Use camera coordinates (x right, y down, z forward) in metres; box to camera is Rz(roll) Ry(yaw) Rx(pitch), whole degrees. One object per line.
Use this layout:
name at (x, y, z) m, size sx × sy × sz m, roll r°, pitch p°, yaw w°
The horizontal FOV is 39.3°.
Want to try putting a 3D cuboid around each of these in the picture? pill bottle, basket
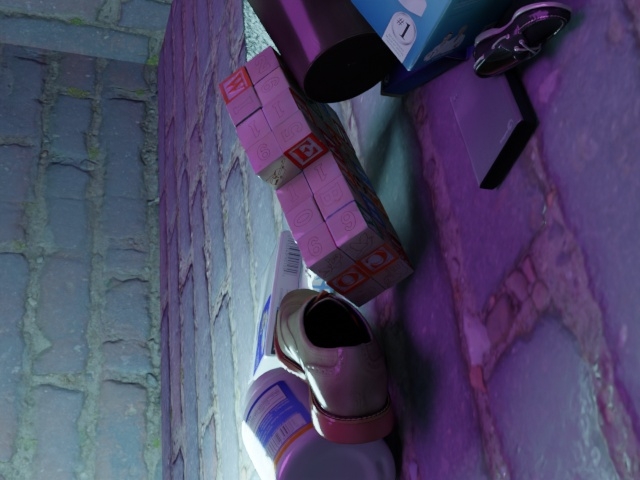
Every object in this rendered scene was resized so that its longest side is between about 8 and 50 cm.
pill bottle at (-0.017, 0.260, 1.166) m, size 0.272 × 0.152 × 0.152 m, roll -147°, pitch 64°, yaw -71°
basket at (-0.007, -0.297, 1.116) m, size 0.204 × 0.154 × 0.227 m, roll 108°, pitch 142°, yaw -60°

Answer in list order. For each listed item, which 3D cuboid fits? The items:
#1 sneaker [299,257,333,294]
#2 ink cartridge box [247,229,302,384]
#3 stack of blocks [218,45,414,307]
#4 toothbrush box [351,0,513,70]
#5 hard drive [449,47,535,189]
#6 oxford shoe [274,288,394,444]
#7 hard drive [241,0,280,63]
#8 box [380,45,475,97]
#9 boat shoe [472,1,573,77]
sneaker at (0.000, 0.000, 1.298) m, size 0.085 × 0.086 × 0.237 m, roll -107°, pitch 27°, yaw -46°
ink cartridge box at (-0.073, 0.116, 1.450) m, size 0.208 × 0.045 × 0.206 m, roll 121°, pitch 157°, yaw -66°
stack of blocks at (-0.008, -0.082, 1.109) m, size 0.087 × 0.171 × 0.297 m, roll -34°, pitch 52°, yaw 14°
toothbrush box at (0.115, -0.343, 0.828) m, size 0.216 × 0.126 × 0.295 m, roll 53°, pitch 149°, yaw 16°
hard drive at (0.172, -0.131, 0.908) m, size 0.094 × 0.022 × 0.135 m, roll 115°, pitch 153°, yaw -45°
oxford shoe at (0.015, 0.113, 1.115) m, size 0.348 × 0.123 × 0.130 m, roll -133°, pitch 37°, yaw -66°
hard drive at (-0.052, -0.419, 1.356) m, size 0.339 × 0.064 × 0.237 m, roll 95°, pitch -166°, yaw -61°
box at (0.129, -0.262, 1.059) m, size 0.225 × 0.036 × 0.136 m, roll 167°, pitch 107°, yaw -70°
boat shoe at (0.183, -0.184, 0.828) m, size 0.125 × 0.046 × 0.038 m, roll -13°, pitch 64°, yaw 59°
